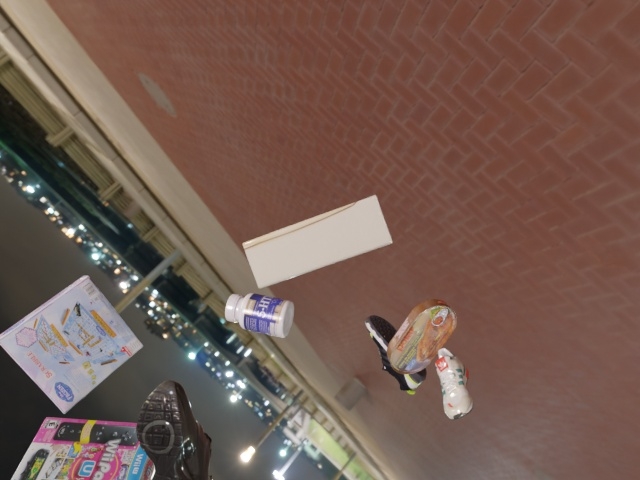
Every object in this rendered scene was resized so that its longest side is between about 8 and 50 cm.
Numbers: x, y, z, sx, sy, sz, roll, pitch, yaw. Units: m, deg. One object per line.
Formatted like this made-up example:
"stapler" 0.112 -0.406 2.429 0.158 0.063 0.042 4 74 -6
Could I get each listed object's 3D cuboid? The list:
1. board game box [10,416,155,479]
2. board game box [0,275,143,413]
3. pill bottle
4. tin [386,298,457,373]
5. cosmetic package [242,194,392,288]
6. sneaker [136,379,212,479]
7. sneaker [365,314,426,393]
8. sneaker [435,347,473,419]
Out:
"board game box" -0.574 0.568 1.222 0.303 0.224 0.098 4 128 1
"board game box" -0.811 0.336 1.622 0.066 0.318 0.319 -2 123 50
"pill bottle" -0.183 0.218 1.470 0.186 0.112 0.112 9 153 13
"tin" 0.219 0.211 1.078 0.106 0.190 0.040 22 -160 -28
"cosmetic package" 0.000 0.000 1.115 0.160 0.309 0.113 -34 -76 -82
"sneaker" -0.280 0.405 0.985 0.109 0.130 0.286 4 104 21
"sneaker" 0.186 0.316 1.349 0.235 0.084 0.097 52 122 22
"sneaker" 0.241 0.264 0.924 0.075 0.057 0.161 51 -157 -8
